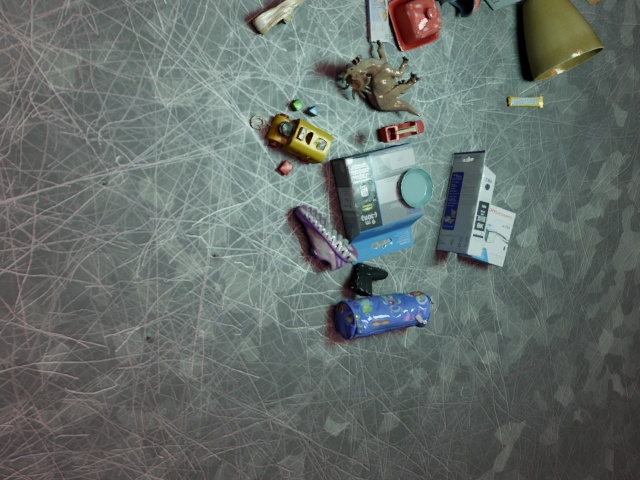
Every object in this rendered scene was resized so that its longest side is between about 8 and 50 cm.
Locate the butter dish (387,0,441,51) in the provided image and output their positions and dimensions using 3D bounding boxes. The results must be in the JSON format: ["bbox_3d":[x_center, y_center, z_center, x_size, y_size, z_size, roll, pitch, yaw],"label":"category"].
[{"bbox_3d":[0.311,-0.684,1.857,0.160,0.118,0.160,-26,105,-22],"label":"butter dish"}]

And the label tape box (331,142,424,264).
[{"bbox_3d":[0.189,-0.110,1.853,0.240,0.106,0.334,-17,101,-23],"label":"label tape box"}]

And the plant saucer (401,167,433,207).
[{"bbox_3d":[0.288,-0.159,1.825,0.119,0.021,0.119,-2,93,-27],"label":"plant saucer"}]

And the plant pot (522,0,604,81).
[{"bbox_3d":[0.789,-0.706,2.043,0.237,0.237,0.254,-20,87,-23],"label":"plant pot"}]

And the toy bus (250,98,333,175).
[{"bbox_3d":[-0.065,-0.297,1.717,0.202,0.104,0.191,-26,105,-22],"label":"toy bus"}]

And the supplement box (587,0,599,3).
[{"bbox_3d":[0.936,-0.954,2.155,0.233,0.080,0.078,32,80,-26],"label":"supplement box"}]

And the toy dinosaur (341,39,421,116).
[{"bbox_3d":[0.175,-0.461,1.816,0.200,0.127,0.296,-44,123,-8],"label":"toy dinosaur"}]

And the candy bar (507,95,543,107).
[{"bbox_3d":[0.718,-0.486,2.122,0.161,0.018,0.040,-5,96,-26],"label":"candy bar"}]

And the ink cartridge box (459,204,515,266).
[{"bbox_3d":[0.565,-0.021,2.053,0.139,0.082,0.191,16,89,-26],"label":"ink cartridge box"}]

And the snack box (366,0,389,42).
[{"bbox_3d":[0.174,-0.695,1.843,0.064,0.022,0.178,-6,97,-24],"label":"snack box"}]

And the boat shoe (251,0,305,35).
[{"bbox_3d":[-0.110,-0.632,1.696,0.170,0.063,0.059,-33,110,-10],"label":"boat shoe"}]

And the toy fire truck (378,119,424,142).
[{"bbox_3d":[0.249,-0.335,1.846,0.192,0.135,0.047,-16,101,-23],"label":"toy fire truck"}]

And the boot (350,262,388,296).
[{"bbox_3d":[0.153,0.128,1.866,0.121,0.045,0.099,19,54,-20],"label":"boot"}]

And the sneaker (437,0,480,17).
[{"bbox_3d":[0.370,-0.817,1.866,0.350,0.131,0.148,23,80,-25],"label":"sneaker"}]

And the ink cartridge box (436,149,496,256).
[{"bbox_3d":[0.475,-0.120,1.955,0.065,0.165,0.333,9,91,-26],"label":"ink cartridge box"}]

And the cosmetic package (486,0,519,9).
[{"bbox_3d":[0.646,-0.979,1.838,0.329,0.393,0.327,39,77,-23],"label":"cosmetic package"}]

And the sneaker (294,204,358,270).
[{"bbox_3d":[0.000,0.000,1.786,0.104,0.095,0.236,-41,101,19],"label":"sneaker"}]

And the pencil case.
[{"bbox_3d":[0.201,0.231,1.874,0.306,0.133,0.119,-5,119,-24],"label":"pencil case"}]
